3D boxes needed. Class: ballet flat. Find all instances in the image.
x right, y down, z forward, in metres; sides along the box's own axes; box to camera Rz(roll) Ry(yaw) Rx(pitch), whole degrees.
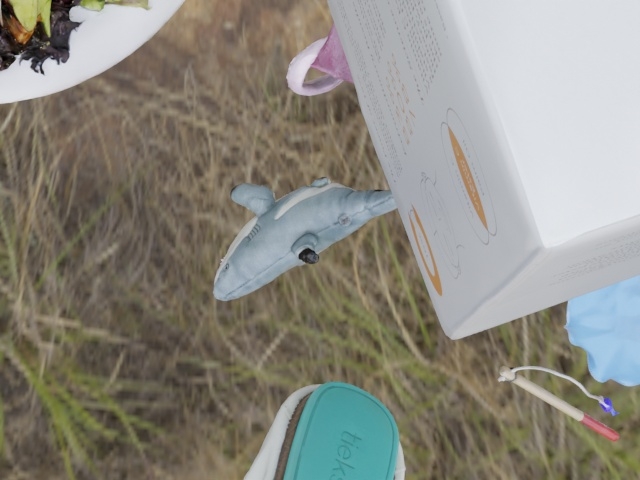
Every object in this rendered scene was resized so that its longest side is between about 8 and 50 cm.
[{"bbox_3d":[-0.039,0.259,1.075,0.139,0.400,0.139,9,129,11],"label":"ballet flat"}]

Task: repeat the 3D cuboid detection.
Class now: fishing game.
[{"bbox_3d":[0.252,0.031,1.158,0.189,0.041,0.264,29,117,-36],"label":"fishing game"}]

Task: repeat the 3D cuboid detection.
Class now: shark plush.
[{"bbox_3d":[0.000,0.000,1.116,0.161,0.067,0.073,-9,125,30],"label":"shark plush"}]

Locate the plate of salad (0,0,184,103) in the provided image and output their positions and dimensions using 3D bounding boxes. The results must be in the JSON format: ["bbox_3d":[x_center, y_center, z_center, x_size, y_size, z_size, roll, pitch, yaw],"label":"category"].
[{"bbox_3d":[-0.101,-0.141,0.514,0.200,0.048,0.200,-8,103,-35],"label":"plate of salad"}]

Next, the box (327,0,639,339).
[{"bbox_3d":[0.110,-0.096,0.698,0.168,0.345,0.215,-18,83,-4],"label":"box"}]

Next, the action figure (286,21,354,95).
[{"bbox_3d":[0.085,-0.317,1.453,0.248,0.275,0.370,-38,121,-34],"label":"action figure"}]
